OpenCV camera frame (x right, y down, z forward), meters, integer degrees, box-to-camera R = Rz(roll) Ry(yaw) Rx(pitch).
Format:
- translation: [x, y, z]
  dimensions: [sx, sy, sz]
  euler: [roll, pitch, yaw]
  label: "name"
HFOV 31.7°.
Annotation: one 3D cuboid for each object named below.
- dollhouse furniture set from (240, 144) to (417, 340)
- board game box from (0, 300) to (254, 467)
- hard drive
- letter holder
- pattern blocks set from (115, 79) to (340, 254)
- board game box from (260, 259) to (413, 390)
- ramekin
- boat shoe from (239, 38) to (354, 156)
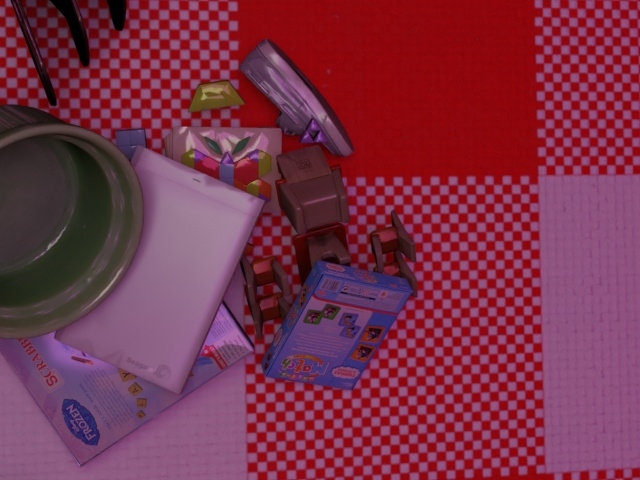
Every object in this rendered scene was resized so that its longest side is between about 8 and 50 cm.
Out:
- translation: [0.000, 0.000, 1.728]
  dimensions: [0.262, 0.135, 0.259]
  euler: [-15, 131, -8]
  label: "dollhouse furniture set"
- translation: [-0.317, 0.121, 1.704]
  dimensions: [0.318, 0.066, 0.319]
  euler: [-33, 95, -2]
  label: "board game box"
- translation: [-0.233, 0.042, 1.644]
  dimensions: [0.203, 0.040, 0.308]
  euler: [24, 90, 1]
  label: "hard drive"
- translation: [-0.352, -0.318, 1.603]
  dimensions: [0.152, 0.302, 0.214]
  euler: [-19, 93, -11]
  label: "letter holder"
- translation: [-0.145, -0.104, 1.743]
  dimensions: [0.324, 0.026, 0.285]
  euler: [-15, 105, -1]
  label: "pattern blocks set"
- translation: [0.023, 0.134, 1.727]
  dimensions: [0.160, 0.039, 0.211]
  euler: [13, 121, -27]
  label: "board game box"
- translation: [-0.405, -0.035, 1.517]
  dimensions: [0.303, 0.148, 0.303]
  euler: [-21, 126, -32]
  label: "ramekin"
- translation: [-0.040, -0.211, 1.785]
  dimensions: [0.081, 0.079, 0.227]
  euler: [-38, 101, 15]
  label: "boat shoe"
